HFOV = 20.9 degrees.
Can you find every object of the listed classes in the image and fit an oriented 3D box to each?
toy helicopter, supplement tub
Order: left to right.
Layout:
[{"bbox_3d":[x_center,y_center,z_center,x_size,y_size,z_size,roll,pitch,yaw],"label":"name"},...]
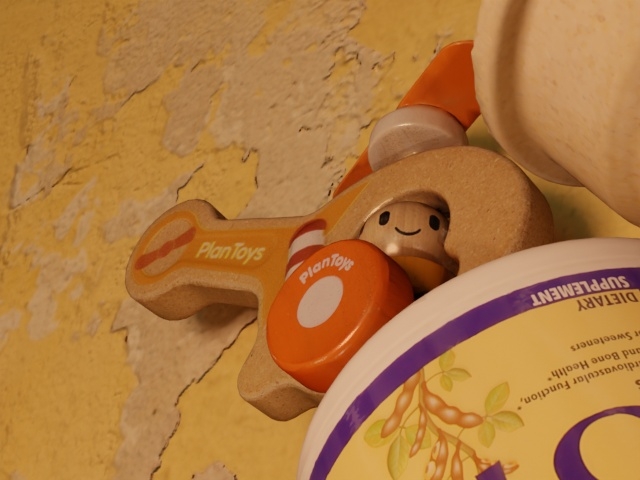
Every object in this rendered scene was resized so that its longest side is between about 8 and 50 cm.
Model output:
[{"bbox_3d":[0.000,0.000,1.067,0.355,0.140,0.235,2,61,50],"label":"toy helicopter"},{"bbox_3d":[0.138,0.184,0.682,0.241,0.241,0.331,-41,39,15],"label":"supplement tub"}]

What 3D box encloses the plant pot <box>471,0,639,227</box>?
[{"bbox_3d":[0.278,-0.044,0.609,0.334,0.334,0.305,-44,61,11],"label":"plant pot"}]
